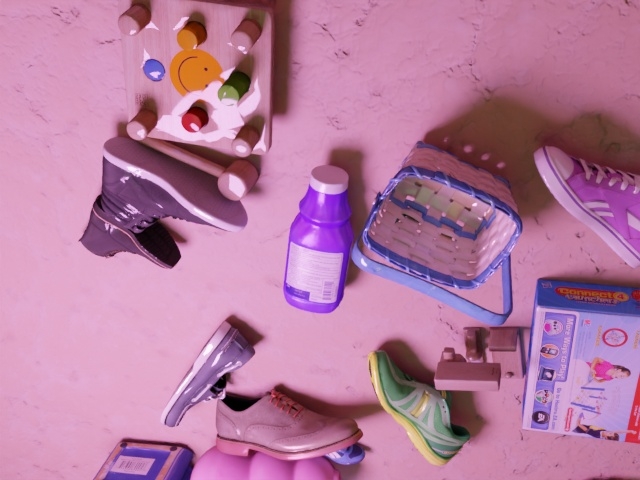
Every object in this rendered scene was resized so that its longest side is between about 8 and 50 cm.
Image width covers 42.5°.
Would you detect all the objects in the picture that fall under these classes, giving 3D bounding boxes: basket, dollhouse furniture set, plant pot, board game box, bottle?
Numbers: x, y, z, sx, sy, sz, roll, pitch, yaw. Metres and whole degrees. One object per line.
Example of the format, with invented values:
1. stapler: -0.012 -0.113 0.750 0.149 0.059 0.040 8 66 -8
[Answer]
1. basket: 0.195 -0.007 1.313 0.254 0.289 0.201 26 126 -2
2. dollhouse furniture set: 0.302 0.258 1.550 0.144 0.151 0.123 -2 123 19
3. plant pot: -0.417 0.612 1.939 0.235 0.236 0.212 2 117 14
4. board game box: 0.535 0.229 1.507 0.301 0.086 0.308 5 124 12
5. bottle: 0.000 0.000 1.492 0.118 0.092 0.283 12 125 6

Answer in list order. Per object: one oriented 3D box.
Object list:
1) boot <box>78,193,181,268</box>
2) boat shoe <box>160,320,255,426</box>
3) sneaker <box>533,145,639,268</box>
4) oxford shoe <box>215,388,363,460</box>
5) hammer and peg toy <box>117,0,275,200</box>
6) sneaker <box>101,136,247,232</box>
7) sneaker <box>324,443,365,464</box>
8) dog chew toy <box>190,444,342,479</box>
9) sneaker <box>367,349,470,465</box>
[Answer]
1. boot: -0.378 0.011 1.623 0.198 0.077 0.137 41 129 2
2. boat shoe: -0.244 0.308 1.753 0.099 0.116 0.319 33 120 -3
3. sneaker: 0.476 -0.091 1.308 0.282 0.102 0.161 35 122 -22
4. oxford shoe: -0.080 0.384 1.744 0.348 0.123 0.130 -6 96 23
5. hammer and peg toy: -0.210 -0.227 1.373 0.265 0.127 0.362 11 125 8
6. sneaker: -0.278 -0.065 1.523 0.295 0.105 0.147 27 128 3
7. sneaker: 0.032 0.447 1.811 0.144 0.053 0.059 18 124 1
8. dog chew toy: -0.117 0.548 1.838 0.331 0.207 0.207 -7 121 10
9. sneaker: 0.197 0.320 1.666 0.123 0.109 0.296 -36 108 7
